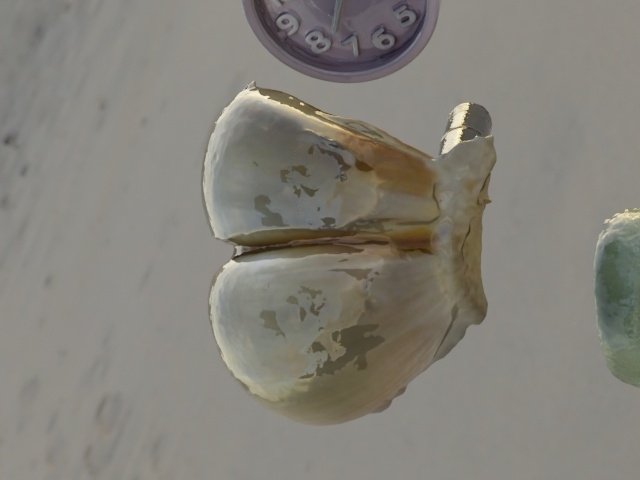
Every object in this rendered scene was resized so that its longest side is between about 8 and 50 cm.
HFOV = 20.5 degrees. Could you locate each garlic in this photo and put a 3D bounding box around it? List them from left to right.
[{"bbox_3d":[0.000,0.000,1.553,0.313,0.249,0.286,9,117,46],"label":"garlic"}]

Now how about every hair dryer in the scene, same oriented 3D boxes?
[{"bbox_3d":[0.112,-0.022,1.721,0.173,0.050,0.195,-63,-7,-66],"label":"hair dryer"}]

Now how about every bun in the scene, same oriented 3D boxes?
[{"bbox_3d":[0.346,0.054,1.793,0.195,0.118,0.195,-4,-90,-67],"label":"bun"}]

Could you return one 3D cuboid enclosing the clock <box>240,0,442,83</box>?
[{"bbox_3d":[0.022,-0.252,1.729,0.197,0.197,0.068,-56,13,39],"label":"clock"}]
